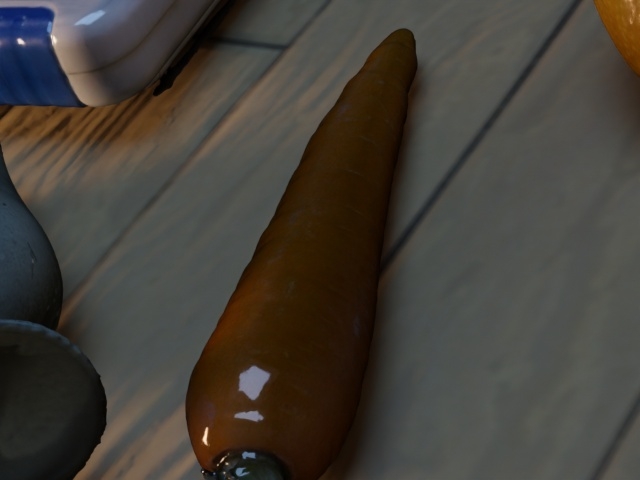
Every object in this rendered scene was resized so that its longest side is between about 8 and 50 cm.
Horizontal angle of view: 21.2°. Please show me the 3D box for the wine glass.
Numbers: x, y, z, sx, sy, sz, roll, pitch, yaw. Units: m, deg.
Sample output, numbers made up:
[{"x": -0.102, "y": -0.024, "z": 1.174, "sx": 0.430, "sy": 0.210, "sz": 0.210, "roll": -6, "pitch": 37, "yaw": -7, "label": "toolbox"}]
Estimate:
[{"x": -0.171, "y": 0.016, "z": 0.781, "sx": 0.103, "sy": 0.103, "sz": 0.231, "roll": -24, "pitch": 37, "yaw": -4, "label": "wine glass"}]

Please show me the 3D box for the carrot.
[{"x": 0.000, "y": 0.000, "z": 0.757, "sx": 0.069, "sy": 0.069, "sz": 0.336, "roll": -5, "pitch": 39, "yaw": 19, "label": "carrot"}]

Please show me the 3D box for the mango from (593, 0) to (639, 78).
[{"x": 0.224, "y": -0.097, "z": 0.737, "sx": 0.157, "sy": 0.109, "sz": 0.262, "roll": -27, "pitch": 44, "yaw": -22, "label": "mango"}]

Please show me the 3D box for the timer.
[{"x": -0.124, "y": -0.166, "z": 0.987, "sx": 0.178, "sy": 0.078, "sz": 0.253, "roll": 4, "pitch": 44, "yaw": 31, "label": "timer"}]
